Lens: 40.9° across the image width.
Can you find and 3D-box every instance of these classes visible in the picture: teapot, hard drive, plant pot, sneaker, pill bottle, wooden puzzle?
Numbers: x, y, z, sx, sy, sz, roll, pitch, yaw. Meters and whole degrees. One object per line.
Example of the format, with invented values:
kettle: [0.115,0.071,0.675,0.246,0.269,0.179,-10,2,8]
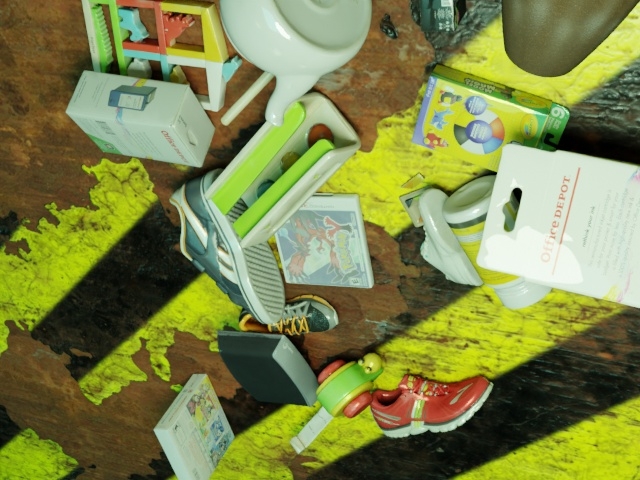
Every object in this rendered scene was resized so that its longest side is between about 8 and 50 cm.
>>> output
teapot: [-0.061,-0.353,1.288,0.252,0.256,0.187,42,147,-26]
hard drive: [-0.107,0.274,1.802,0.172,0.054,0.254,2,145,23]
plant pot: [0.331,-0.338,1.146,0.215,0.215,0.230,21,143,9]
sneaker: [-0.068,0.162,1.738,0.215,0.083,0.084,0,121,22]
sneaker: [-0.180,0.022,1.664,0.127,0.126,0.321,-16,105,27]
pill bottle: [0.302,0.005,1.438,0.119,0.119,0.208,-21,112,34]
sneaker: [0.209,0.316,1.714,0.279,0.107,0.118,-25,104,34]
sneaker: [0.208,0.002,1.505,0.094,0.080,0.212,-3,130,44]
wooden puzzle: [0.181,-0.060,1.514,0.079,0.014,0.116,-27,110,36]

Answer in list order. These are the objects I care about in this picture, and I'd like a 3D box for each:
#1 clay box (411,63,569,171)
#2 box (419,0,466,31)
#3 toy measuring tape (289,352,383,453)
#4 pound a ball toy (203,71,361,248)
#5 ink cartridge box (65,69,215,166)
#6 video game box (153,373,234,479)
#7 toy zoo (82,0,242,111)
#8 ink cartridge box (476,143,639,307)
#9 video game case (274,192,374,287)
clay box: [0.268,-0.182,1.363,0.222,0.053,0.127,21,130,11]
box: [0.180,-0.350,1.263,0.052,0.083,0.062,5,125,19]
toy measuring tape: [0.013,0.345,1.775,0.121,0.121,0.330,38,118,-4]
pound a ball toy: [-0.072,-0.166,1.490,0.208,0.136,0.319,53,124,10]
ink cartridge box: [-0.316,-0.215,1.536,0.212,0.093,0.154,12,161,18]
video game box: [-0.285,0.442,1.966,0.048,0.187,0.205,-1,122,29]
toy zoo: [-0.274,-0.332,1.513,0.293,0.030,0.192,10,127,17]
ink cartridge box: [0.431,-0.020,1.302,0.354,0.119,0.207,14,99,10]
video game case: [0.000,0.000,1.631,0.183,0.023,0.201,2,124,23]
